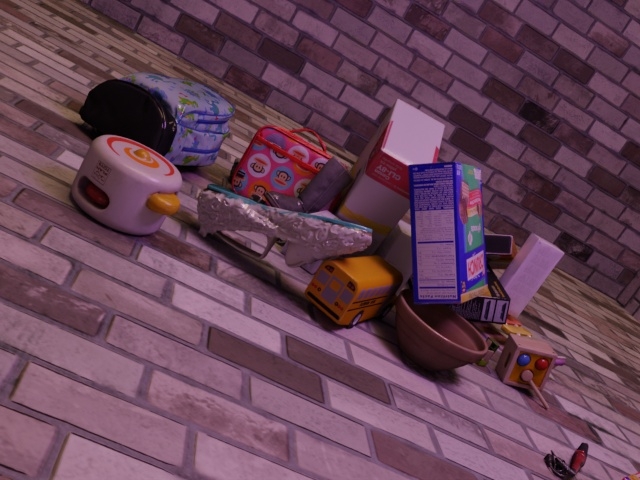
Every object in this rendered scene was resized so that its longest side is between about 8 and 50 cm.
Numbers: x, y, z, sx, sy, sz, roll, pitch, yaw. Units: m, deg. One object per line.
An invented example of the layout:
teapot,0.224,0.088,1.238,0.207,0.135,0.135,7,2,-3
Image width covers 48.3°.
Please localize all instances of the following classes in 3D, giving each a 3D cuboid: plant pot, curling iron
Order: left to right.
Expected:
plant pot,0.257,0.224,1.641,0.237,0.110,0.237,28,17,-9
curling iron,0.560,0.474,1.578,0.068,0.035,0.274,41,18,29

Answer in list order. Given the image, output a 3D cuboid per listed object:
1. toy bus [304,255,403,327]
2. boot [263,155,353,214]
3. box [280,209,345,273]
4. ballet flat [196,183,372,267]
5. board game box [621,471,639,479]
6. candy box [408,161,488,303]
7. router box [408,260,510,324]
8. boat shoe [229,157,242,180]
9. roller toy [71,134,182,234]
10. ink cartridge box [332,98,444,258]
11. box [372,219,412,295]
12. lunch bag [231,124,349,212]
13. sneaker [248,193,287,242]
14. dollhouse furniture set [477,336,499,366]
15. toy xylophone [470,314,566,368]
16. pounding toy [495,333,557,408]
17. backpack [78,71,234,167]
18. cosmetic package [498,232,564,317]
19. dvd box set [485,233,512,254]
toy bus,0.090,0.110,1.634,0.108,0.130,0.332,38,17,21
boot,-0.027,-0.136,1.858,0.076,0.208,0.189,50,6,37
box,0.000,0.000,1.835,0.103,0.114,0.203,35,15,12
ballet flat,-0.086,-0.014,1.552,0.409,0.147,0.147,16,11,17
board game box,0.750,0.583,1.581,0.193,0.045,0.147,12,25,-50
candy box,0.305,-0.018,1.683,0.122,0.317,0.268,-1,2,25
router box,0.385,0.132,2.049,0.243,0.081,0.309,6,18,-2
boat shoe,-0.165,-0.162,2.115,0.228,0.069,0.081,27,-19,-22
roller toy,-0.380,-0.115,1.416,0.191,0.146,0.209,23,18,-25
ink cartridge box,0.166,-0.155,1.994,0.160,0.385,0.279,28,41,-7
box,0.212,0.044,1.988,0.091,0.170,0.130,28,17,-11
lunch bag,-0.074,-0.185,1.980,0.293,0.258,0.120,29,3,-4
sneaker,-0.135,-0.049,1.862,0.170,0.068,0.071,47,6,18
dollhouse furniture set,0.395,0.275,1.835,0.151,0.058,0.076,18,20,-41
toy xylophone,0.578,0.280,2.116,0.322,0.081,0.236,41,18,30
pounding toy,0.531,0.333,1.819,0.130,0.141,0.100,14,19,-8
backpack,-0.389,-0.309,1.873,0.290,0.273,0.355,32,2,26
cosmetic package,0.598,0.103,2.097,0.099,0.239,0.060,26,17,-19
dvd box set,0.462,0.036,2.263,0.307,0.062,0.420,3,-7,17
